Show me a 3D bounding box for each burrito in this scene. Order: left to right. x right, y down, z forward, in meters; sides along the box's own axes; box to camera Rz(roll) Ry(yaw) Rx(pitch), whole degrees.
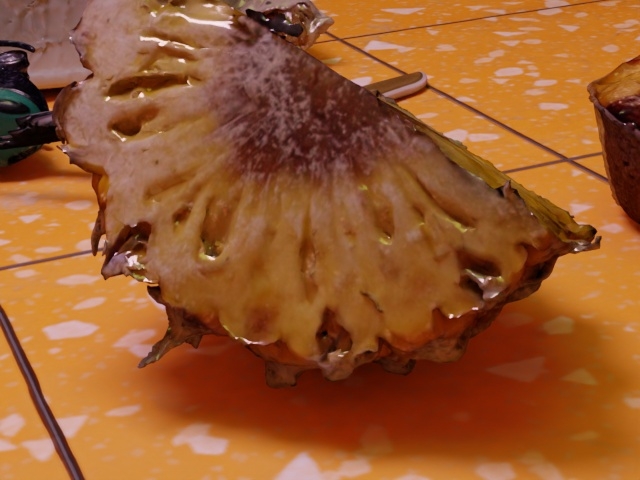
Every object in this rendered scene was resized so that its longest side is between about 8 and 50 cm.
[{"bbox_3d":[-0.114,-0.269,1.602,0.117,0.076,0.392,-20,25,-22],"label":"burrito"}]

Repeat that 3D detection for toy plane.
[{"bbox_3d":[-0.279,-0.101,1.188,0.381,0.106,0.155,5,30,17],"label":"toy plane"}]

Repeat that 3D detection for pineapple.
[{"bbox_3d":[0.001,0.000,0.871,0.344,0.209,0.286,35,6,21],"label":"pineapple"}]

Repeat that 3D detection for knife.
[{"bbox_3d":[0.023,-0.136,1.324,0.046,0.022,0.256,13,27,43],"label":"knife"}]

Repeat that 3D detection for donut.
[{"bbox_3d":[0.279,-0.056,0.988,0.151,0.112,0.295,-10,22,-8],"label":"donut"}]

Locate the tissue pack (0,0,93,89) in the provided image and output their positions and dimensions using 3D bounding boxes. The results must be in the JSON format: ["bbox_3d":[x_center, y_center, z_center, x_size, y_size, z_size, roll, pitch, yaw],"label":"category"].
[{"bbox_3d":[-0.339,-0.310,1.533,0.331,0.205,0.405,-9,24,-27],"label":"tissue pack"}]
